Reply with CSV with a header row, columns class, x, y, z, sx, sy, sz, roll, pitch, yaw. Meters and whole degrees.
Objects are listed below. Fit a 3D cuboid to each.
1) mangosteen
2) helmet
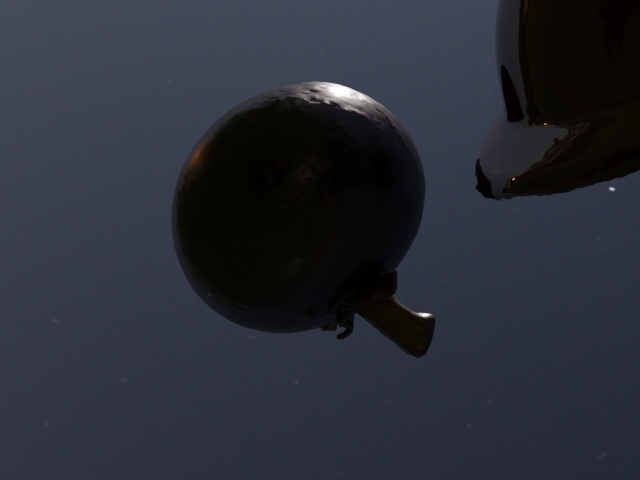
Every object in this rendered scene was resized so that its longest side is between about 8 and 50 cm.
class,x,y,z,sx,sy,sz,roll,pitch,yaw
mangosteen,0.000,0.000,0.834,0.261,0.235,0.235,49,-61,13
helmet,0.219,-0.153,0.504,0.271,0.339,0.197,-178,-106,-70
